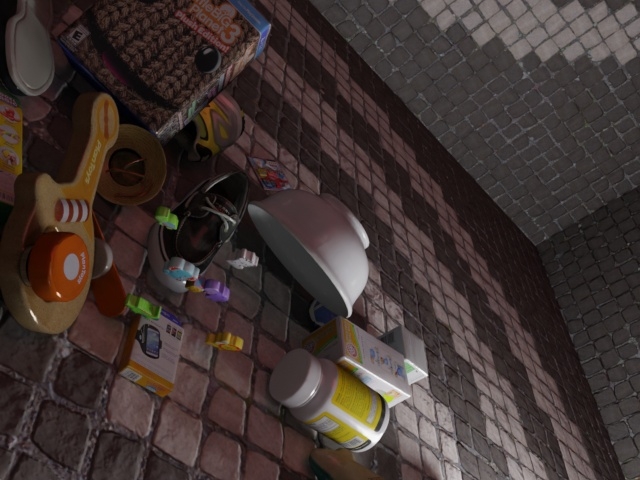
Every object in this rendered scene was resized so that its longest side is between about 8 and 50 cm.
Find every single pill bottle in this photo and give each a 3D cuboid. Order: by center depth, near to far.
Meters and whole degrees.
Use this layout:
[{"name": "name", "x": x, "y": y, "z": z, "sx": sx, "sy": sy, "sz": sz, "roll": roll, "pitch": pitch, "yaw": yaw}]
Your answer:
[{"name": "pill bottle", "x": 0.016, "y": 0.285, "z": 1.165, "sx": 0.208, "sy": 0.119, "sz": 0.119, "roll": 40, "pitch": 30, "yaw": -30}]

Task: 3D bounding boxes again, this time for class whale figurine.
[{"name": "whale figurine", "x": 0.071, "y": 0.465, "z": 1.070, "sx": 0.216, "sy": 0.141, "sz": 0.272, "roll": 19, "pitch": 19, "yaw": -51}]

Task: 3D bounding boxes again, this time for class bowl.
[{"name": "bowl", "x": 0.000, "y": 0.000, "z": 1.285, "sx": 0.298, "sy": 0.134, "sz": 0.298, "roll": 45, "pitch": -13, "yaw": 14}]

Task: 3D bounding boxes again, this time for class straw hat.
[{"name": "straw hat", "x": -0.332, "y": -0.122, "z": 1.119, "sx": 0.144, "sy": 0.144, "sz": 0.061, "roll": 57, "pitch": -12, "yaw": 4}]

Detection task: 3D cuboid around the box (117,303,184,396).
[{"name": "box", "x": -0.249, "y": 0.158, "z": 0.974, "sx": 0.081, "sy": 0.028, "sz": 0.136, "roll": 40, "pitch": 27, "yaw": -29}]

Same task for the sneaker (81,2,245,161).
[{"name": "sneaker", "x": -0.323, "y": -0.319, "z": 1.295, "sx": 0.385, "sy": 0.145, "sz": 0.147, "roll": 41, "pitch": 47, "yaw": -10}]

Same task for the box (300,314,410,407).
[{"name": "box", "x": 0.068, "y": 0.253, "z": 1.295, "sx": 0.203, "sy": 0.114, "sz": 0.103, "roll": 36, "pitch": 31, "yaw": -32}]

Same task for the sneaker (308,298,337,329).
[{"name": "sneaker", "x": 0.032, "y": 0.132, "z": 1.418, "sx": 0.080, "sy": 0.081, "sz": 0.211, "roll": 46, "pitch": 29, "yaw": -21}]

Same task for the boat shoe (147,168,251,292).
[{"name": "boat shoe", "x": -0.209, "y": -0.042, "z": 1.172, "sx": 0.121, "sy": 0.119, "sz": 0.335, "roll": 44, "pitch": 28, "yaw": -21}]

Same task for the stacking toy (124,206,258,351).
[{"name": "stacking toy", "x": -0.192, "y": 0.063, "z": 1.026, "sx": 0.221, "sy": 0.052, "sz": 0.166, "roll": 36, "pitch": 53, "yaw": -43}]

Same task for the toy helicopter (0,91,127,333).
[{"name": "toy helicopter", "x": -0.332, "y": -0.043, "z": 0.894, "sx": 0.235, "sy": 0.140, "sz": 0.355, "roll": 68, "pitch": 26, "yaw": -61}]

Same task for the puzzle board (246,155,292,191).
[{"name": "puzzle board", "x": -0.120, "y": -0.162, "z": 1.591, "sx": 0.128, "sy": 0.011, "sz": 0.096, "roll": 0, "pitch": 59, "yaw": -60}]

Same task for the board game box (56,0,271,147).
[{"name": "board game box", "x": -0.277, "y": -0.356, "z": 1.185, "sx": 0.232, "sy": 0.291, "sz": 0.141, "roll": 44, "pitch": -11, "yaw": -6}]

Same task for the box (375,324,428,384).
[{"name": "box", "x": 0.174, "y": 0.268, "z": 1.475, "sx": 0.087, "sy": 0.101, "sz": 0.102, "roll": 38, "pitch": 32, "yaw": -31}]

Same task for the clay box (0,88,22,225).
[{"name": "clay box", "x": -0.483, "y": -0.137, "z": 0.897, "sx": 0.127, "sy": 0.053, "sz": 0.222, "roll": 27, "pitch": 36, "yaw": -46}]

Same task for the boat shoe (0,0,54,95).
[{"name": "boat shoe", "x": -0.502, "y": -0.335, "z": 1.067, "sx": 0.114, "sy": 0.091, "sz": 0.302, "roll": 68, "pitch": 7, "yaw": -49}]
